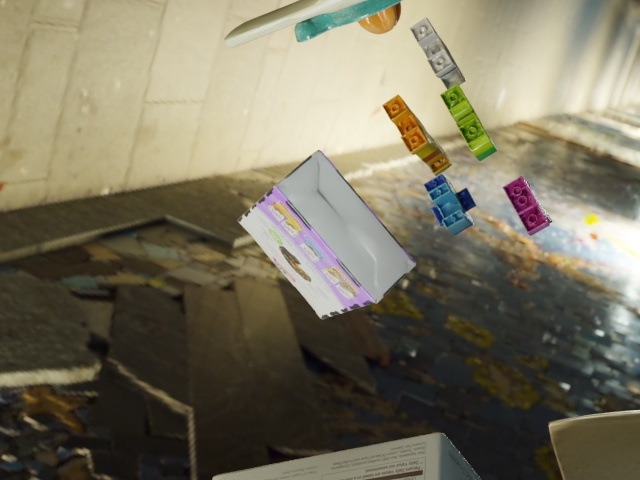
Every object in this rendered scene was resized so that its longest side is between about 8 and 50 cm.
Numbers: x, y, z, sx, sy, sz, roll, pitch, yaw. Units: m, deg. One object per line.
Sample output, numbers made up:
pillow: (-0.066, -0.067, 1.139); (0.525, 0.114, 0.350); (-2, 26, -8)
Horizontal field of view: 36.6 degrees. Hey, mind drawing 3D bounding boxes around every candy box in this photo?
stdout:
candy box: (0.000, 0.000, 1.106); (0.070, 0.165, 0.196); (-42, -176, -19)

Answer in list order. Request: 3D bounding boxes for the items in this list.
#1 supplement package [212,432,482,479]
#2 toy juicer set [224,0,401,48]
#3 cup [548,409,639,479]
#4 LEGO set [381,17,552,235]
supplement package: (0.033, 0.309, 0.664); (0.199, 0.198, 0.263); (52, 32, -37)
toy juicer set: (0.080, -0.262, 0.990); (0.329, 0.209, 0.090); (-44, 118, -40)
cup: (0.355, 0.274, 0.794); (0.331, 0.236, 0.331); (-20, 90, -79)
LEGO set: (0.126, -0.079, 0.888); (0.087, 0.227, 0.093); (-31, 157, 15)
